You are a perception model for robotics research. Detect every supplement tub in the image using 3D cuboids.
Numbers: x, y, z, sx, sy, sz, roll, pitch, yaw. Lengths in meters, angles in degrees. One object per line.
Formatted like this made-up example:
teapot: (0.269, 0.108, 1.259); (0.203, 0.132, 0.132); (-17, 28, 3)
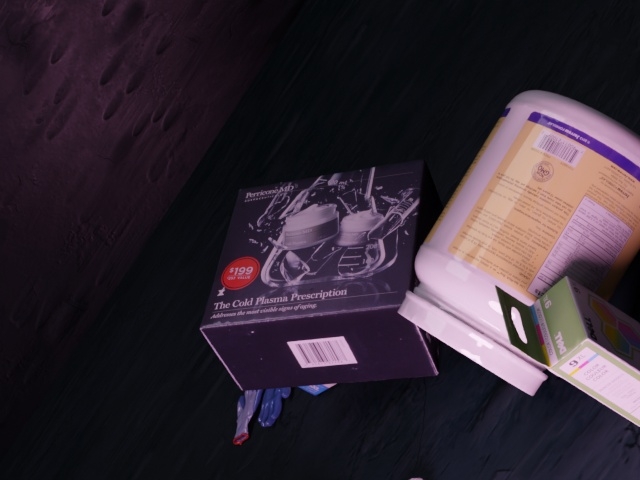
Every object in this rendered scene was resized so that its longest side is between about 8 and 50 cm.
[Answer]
supplement tub: (0.270, 0.004, 1.283); (0.331, 0.241, 0.241); (-58, 22, 0)

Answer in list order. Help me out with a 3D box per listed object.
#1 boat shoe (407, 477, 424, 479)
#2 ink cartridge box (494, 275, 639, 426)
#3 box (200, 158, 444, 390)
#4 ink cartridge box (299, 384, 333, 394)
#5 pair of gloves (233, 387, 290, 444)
boat shoe: (0.102, 0.420, 1.325); (0.070, 0.077, 0.219); (-38, 21, 40)
ink cartridge box: (0.298, 0.112, 1.119); (0.062, 0.209, 0.109); (-47, 25, 28)
box: (0.019, 0.057, 1.636); (0.343, 0.179, 0.313); (-8, 44, 20)
ink cartridge box: (0.032, 0.167, 1.787); (0.203, 0.086, 0.148); (-35, 31, 44)
pair of gloves: (-0.113, 0.315, 1.994); (0.198, 0.023, 0.159); (-37, 32, 45)
